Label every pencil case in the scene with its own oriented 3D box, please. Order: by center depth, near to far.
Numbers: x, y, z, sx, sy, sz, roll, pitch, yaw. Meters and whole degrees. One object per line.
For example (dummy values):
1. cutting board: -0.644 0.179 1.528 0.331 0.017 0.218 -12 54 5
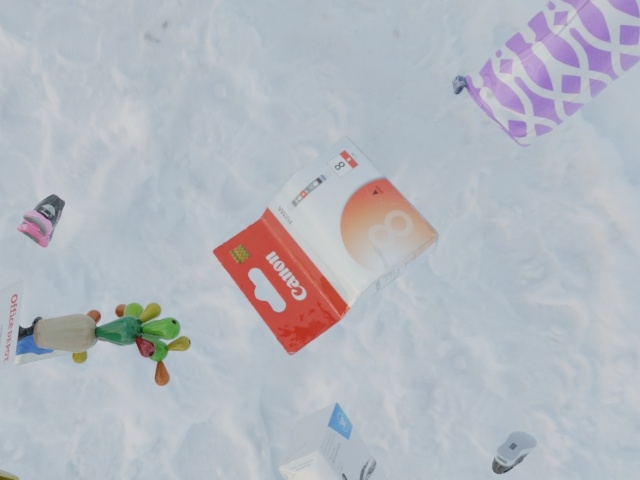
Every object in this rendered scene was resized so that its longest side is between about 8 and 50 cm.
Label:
1. pencil case: 0.209 -0.164 0.547 0.086 0.088 0.206 42 118 -16

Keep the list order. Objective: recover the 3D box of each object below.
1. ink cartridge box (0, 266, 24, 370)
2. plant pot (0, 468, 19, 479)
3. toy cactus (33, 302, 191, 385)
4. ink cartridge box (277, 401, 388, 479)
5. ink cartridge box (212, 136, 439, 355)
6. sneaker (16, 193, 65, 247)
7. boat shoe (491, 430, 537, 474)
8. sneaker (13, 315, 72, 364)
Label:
1. ink cartridge box: -0.566 0.150 1.028 0.100 0.237 0.172 25 116 11
2. plant pot: -0.520 0.312 0.778 0.187 0.212 0.212 21 68 17
3. toy cactus: -0.285 0.130 0.910 0.180 0.219 0.112 8 87 -48
4. ink cartridge box: 0.033 0.293 0.800 0.060 0.104 0.180 -29 99 19
5. ink cartridge box: 0.000 0.000 0.672 0.179 0.045 0.145 -35 66 -12
6. sneaker: -0.359 -0.029 0.903 0.047 0.119 0.057 38 63 -18
7. boat shoe: 0.362 0.399 1.307 0.142 0.049 0.040 -6 122 -50
8. sneaker: -0.512 0.182 1.325 0.152 0.058 0.085 -9 83 -25
